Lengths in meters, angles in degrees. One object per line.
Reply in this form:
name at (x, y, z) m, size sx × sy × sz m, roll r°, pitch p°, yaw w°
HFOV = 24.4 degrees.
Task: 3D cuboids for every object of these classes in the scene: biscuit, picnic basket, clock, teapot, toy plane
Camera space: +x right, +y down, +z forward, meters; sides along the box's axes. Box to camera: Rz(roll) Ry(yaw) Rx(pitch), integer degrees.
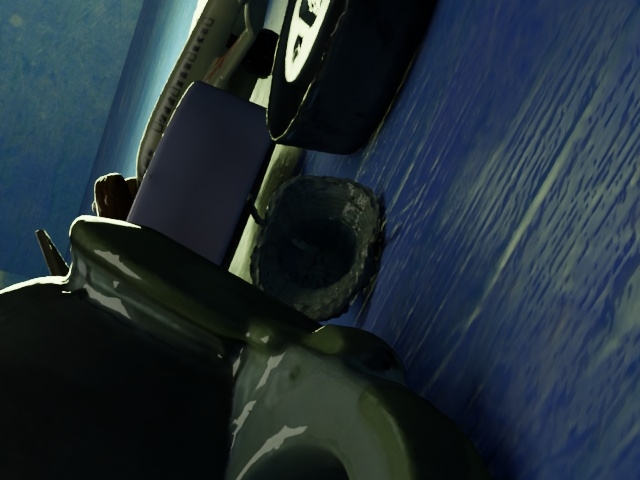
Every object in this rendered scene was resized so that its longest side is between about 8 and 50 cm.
biscuit at (-0.149, 0.015, 1.192) m, size 0.205 × 0.031 × 0.138 m, roll 73°, pitch -174°, yaw -61°
picnic basket at (0.000, 0.000, 0.732) m, size 0.083 × 0.065 × 0.083 m, roll 81°, pitch -155°, yaw -61°
clock at (-0.091, -0.009, 1.029) m, size 0.197 × 0.068 × 0.196 m, roll -159°, pitch 90°, yaw -89°
clock at (0.024, -0.157, 0.836) m, size 0.226 × 0.049 × 0.226 m, roll -166°, pitch 90°, yaw -79°
teapot at (-0.083, 0.115, 0.570) m, size 0.239 × 0.240 × 0.321 m, roll -62°, pitch 7°, yaw 0°
toy plane at (-0.084, -0.128, 1.183) m, size 0.229 × 0.092 × 0.244 m, roll -160°, pitch 84°, yaw -76°

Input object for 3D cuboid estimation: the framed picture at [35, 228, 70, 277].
framed picture at (-0.149, 0.093, 1.053) m, size 0.201 × 0.010 × 0.136 m, roll 73°, pitch 172°, yaw -59°

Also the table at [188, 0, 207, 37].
table at (-0.097, -0.229, 1.474) m, size 0.133 × 0.043 × 0.133 m, roll -165°, pitch 90°, yaw -78°
